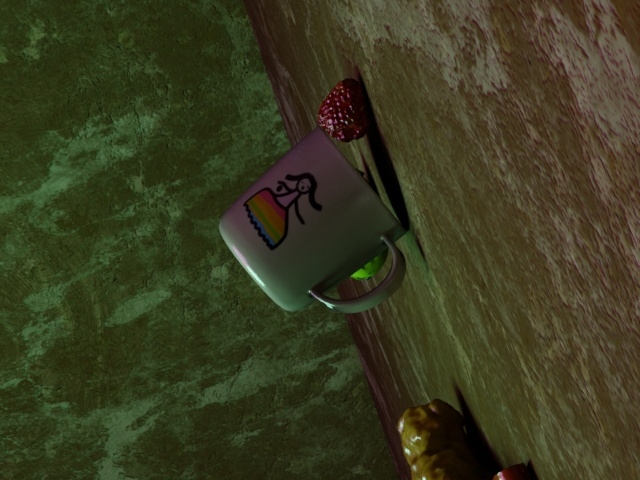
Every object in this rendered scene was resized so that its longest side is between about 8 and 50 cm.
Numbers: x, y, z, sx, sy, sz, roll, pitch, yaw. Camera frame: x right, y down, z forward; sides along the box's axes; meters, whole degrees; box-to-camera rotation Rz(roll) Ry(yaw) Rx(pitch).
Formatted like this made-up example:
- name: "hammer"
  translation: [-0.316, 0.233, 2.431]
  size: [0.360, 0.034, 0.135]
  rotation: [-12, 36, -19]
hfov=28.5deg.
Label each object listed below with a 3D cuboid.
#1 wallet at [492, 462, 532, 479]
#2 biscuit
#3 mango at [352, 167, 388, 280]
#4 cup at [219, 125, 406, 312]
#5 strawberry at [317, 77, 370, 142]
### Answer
- name: "wallet"
  translation: [0.251, 0.364, 1.427]
  size: [0.142, 0.045, 0.204]
  rotation: [78, 171, -66]
- name: "biscuit"
  translation: [0.213, 0.406, 1.785]
  size: [0.312, 0.110, 0.318]
  rotation: [-111, 3, -62]
- name: "mango"
  translation: [0.051, -0.024, 1.962]
  size: [0.119, 0.100, 0.178]
  rotation: [-112, 10, -71]
- name: "cup"
  translation: [0.000, 0.000, 1.721]
  size: [0.253, 0.200, 0.191]
  rotation: [51, -177, 26]
- name: "strawberry"
  translation: [0.031, -0.174, 1.661]
  size: [0.073, 0.073, 0.083]
  rotation: [-113, 17, -47]
